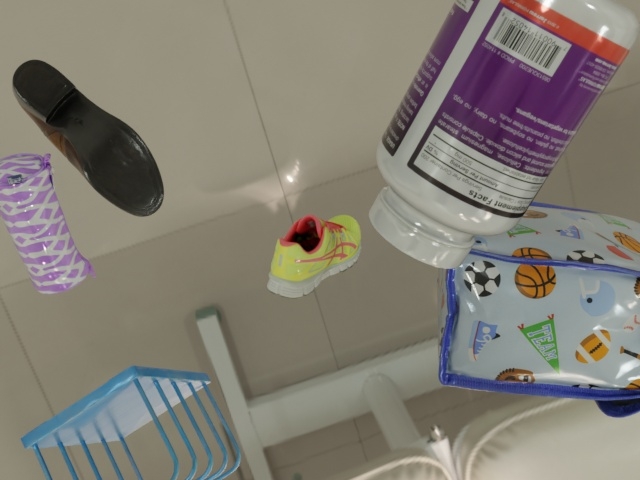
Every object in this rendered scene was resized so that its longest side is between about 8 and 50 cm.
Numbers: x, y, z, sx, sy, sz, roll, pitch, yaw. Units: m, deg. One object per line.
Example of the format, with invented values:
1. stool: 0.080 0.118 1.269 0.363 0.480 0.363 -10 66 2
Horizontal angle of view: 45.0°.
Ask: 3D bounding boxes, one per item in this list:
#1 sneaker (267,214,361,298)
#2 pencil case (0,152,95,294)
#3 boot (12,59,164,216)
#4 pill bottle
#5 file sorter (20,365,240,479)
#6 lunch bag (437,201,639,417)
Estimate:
1. sneaker: 0.000 0.000 1.105 0.081 0.208 0.094 14 121 24
2. pencil case: -0.379 -0.023 1.049 0.088 0.086 0.206 -20 131 -16
3. boot: -0.345 -0.134 1.152 0.264 0.280 0.096 40 79 -11
4. pill bottle: 0.180 -0.134 0.838 0.181 0.181 0.323 21 115 -15
5. file sorter: -0.161 0.193 0.714 0.118 0.170 0.104 -34 73 5
6. lunch bag: 0.365 0.082 1.116 0.385 0.328 0.239 3 109 6
